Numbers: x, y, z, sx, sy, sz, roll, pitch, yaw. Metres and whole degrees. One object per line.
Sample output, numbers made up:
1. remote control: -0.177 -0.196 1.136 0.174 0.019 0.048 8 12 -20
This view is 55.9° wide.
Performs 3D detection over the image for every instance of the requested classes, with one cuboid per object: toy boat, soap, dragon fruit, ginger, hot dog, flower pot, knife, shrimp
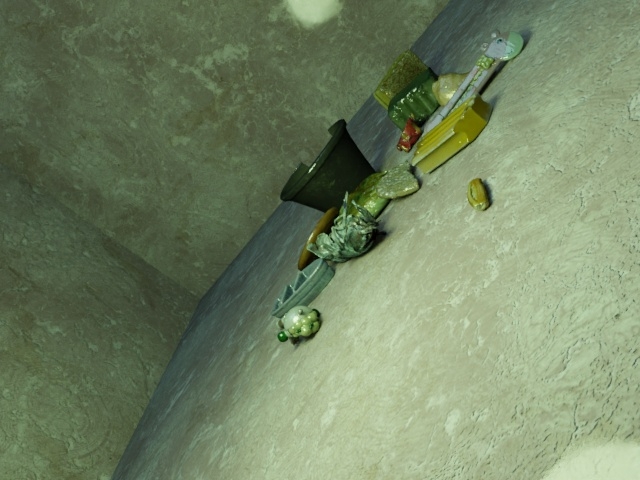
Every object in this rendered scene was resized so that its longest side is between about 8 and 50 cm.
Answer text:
1. toy boat: -0.058 0.157 1.970 0.283 0.078 0.127 -44 14 33
2. soap: 0.363 -0.295 1.682 0.232 0.073 0.140 -38 21 50
3. dragon fruit: 0.315 -0.368 2.108 0.112 0.068 0.126 58 -125 -86
4. ginger: 0.440 -0.495 1.888 0.193 0.122 0.115 -42 -5 23
5. hot dog: 0.341 -0.099 1.313 0.044 0.028 0.137 -21 25 16
6. flower pot: 0.052 -0.227 2.236 0.379 0.251 0.379 -48 12 14
7. knife: 0.448 -0.459 1.804 0.398 0.038 0.132 -54 47 9
8. shrimp: 0.077 -0.016 1.807 0.221 0.166 0.410 -36 -10 -25

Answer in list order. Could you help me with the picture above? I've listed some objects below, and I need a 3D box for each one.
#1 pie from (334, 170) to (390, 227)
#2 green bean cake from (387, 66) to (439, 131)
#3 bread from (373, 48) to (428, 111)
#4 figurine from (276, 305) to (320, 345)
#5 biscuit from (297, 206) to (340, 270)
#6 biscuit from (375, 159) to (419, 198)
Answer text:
1. pie: 0.147 -0.125 2.004 0.277 0.079 0.277 -51 13 17
2. green bean cake: 0.360 -0.521 2.225 0.227 0.125 0.222 -45 12 26
3. bread: 0.341 -0.622 2.443 0.234 0.184 0.110 -55 18 -14
4. figurine: -0.067 0.243 1.745 0.147 0.093 0.197 -34 -4 -24
5. biscuit: 0.001 0.000 2.105 0.262 0.037 0.262 -57 -13 -20
6. biscuit: 0.229 -0.177 1.846 0.133 0.032 0.250 -28 21 12
